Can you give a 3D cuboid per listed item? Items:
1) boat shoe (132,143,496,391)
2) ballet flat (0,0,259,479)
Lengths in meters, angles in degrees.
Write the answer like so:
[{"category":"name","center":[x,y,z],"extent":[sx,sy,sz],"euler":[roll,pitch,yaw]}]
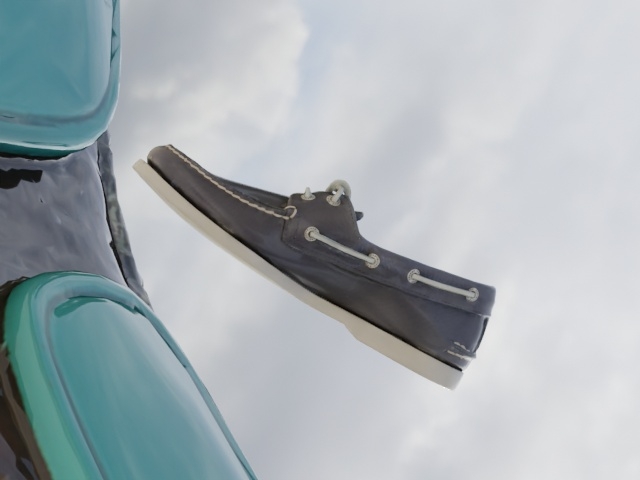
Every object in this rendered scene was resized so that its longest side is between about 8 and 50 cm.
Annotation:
[{"category":"boat shoe","center":[0.000,0.000,1.028],"extent":[0.065,0.206,0.075],"euler":[-57,-168,0]},{"category":"ballet flat","center":[-0.107,0.012,0.442],"extent":[0.182,0.164,0.483],"euler":[-22,-102,17]}]
